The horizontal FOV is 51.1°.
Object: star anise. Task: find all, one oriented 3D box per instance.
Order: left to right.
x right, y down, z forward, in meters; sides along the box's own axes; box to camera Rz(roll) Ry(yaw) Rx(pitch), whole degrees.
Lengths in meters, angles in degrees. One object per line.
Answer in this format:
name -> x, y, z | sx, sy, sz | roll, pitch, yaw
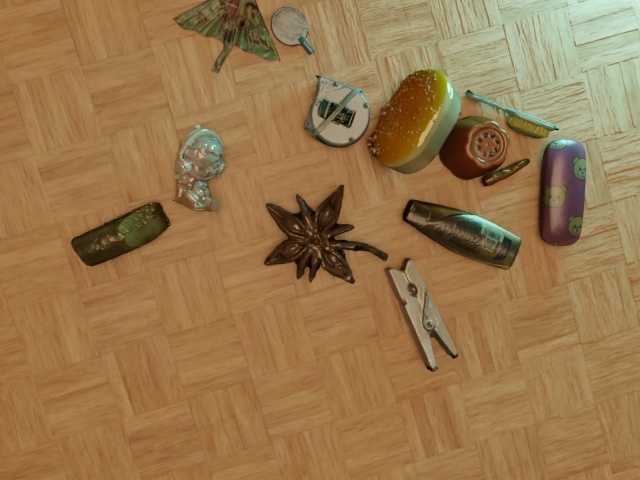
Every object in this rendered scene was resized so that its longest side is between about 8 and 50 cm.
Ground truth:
star anise -> -0.001, -0.002, 1.921 | 0.349, 0.109, 0.293 | -16, 104, 7

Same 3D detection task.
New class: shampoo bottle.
shampoo bottle -> 0.410, -0.025, 1.965 | 0.349, 0.084, 0.126 | 21, 91, -6

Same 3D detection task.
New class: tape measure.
tape measure -> 0.051, -0.355, 1.892 | 0.180, 0.107, 0.182 | 15, 91, 0

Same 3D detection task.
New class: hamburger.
hamburger -> 0.259, -0.329, 1.857 | 0.151, 0.227, 0.295 | 33, 88, -30

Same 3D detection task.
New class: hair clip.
hair clip -> 0.298, 0.216, 1.975 | 0.101, 0.085, 0.331 | -24, 95, -5

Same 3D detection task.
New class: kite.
kite -> -0.253, -0.602, 1.888 | 0.322, 0.013, 0.268 | 18, 92, -4

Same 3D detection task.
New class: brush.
brush -> 0.554, -0.362, 1.965 | 0.296, 0.068, 0.060 | 22, 115, -3

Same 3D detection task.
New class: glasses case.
glasses case -> 0.718, -0.141, 1.985 | 0.123, 0.076, 0.317 | 0, 95, -5

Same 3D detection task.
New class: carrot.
carrot -> 0.552, -0.203, 1.986 | 0.165, 0.035, 0.036 | -24, 97, -4

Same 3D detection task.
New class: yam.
yam -> -0.554, -0.016, 1.872 | 0.259, 0.106, 0.106 | -25, 97, -1

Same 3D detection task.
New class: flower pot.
flower pot -> 0.446, -0.269, 1.903 | 0.190, 0.173, 0.191 | 0, 94, -4

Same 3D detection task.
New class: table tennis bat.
table tennis bat -> -0.074, -0.593, 1.902 | 0.100, 0.019, 0.155 | -43, 96, 0

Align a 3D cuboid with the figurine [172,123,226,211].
figurine -> -0.331, -0.201, 1.850 | 0.141, 0.162, 0.237 | 11, 94, 36
